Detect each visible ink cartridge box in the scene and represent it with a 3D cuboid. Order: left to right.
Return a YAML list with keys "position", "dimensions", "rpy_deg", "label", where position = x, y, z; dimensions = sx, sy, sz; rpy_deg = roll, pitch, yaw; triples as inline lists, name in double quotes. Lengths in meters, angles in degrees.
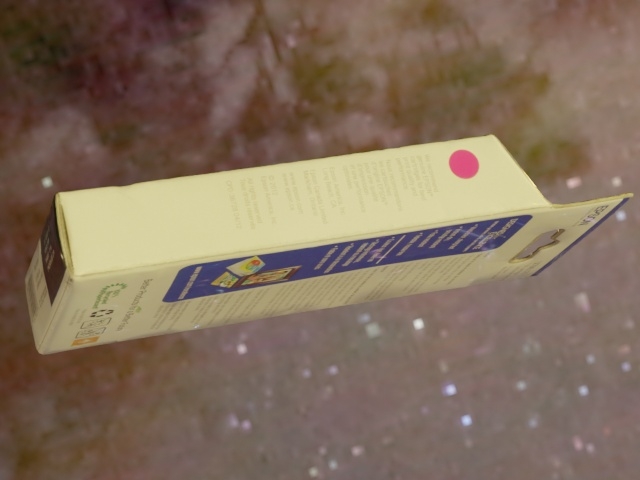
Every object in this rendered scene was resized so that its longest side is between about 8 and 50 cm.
- position: [0.000, 0.000, 1.185]
  dimensions: [0.371, 0.069, 0.176]
  rpy_deg: [-6, 163, -18]
  label: "ink cartridge box"
